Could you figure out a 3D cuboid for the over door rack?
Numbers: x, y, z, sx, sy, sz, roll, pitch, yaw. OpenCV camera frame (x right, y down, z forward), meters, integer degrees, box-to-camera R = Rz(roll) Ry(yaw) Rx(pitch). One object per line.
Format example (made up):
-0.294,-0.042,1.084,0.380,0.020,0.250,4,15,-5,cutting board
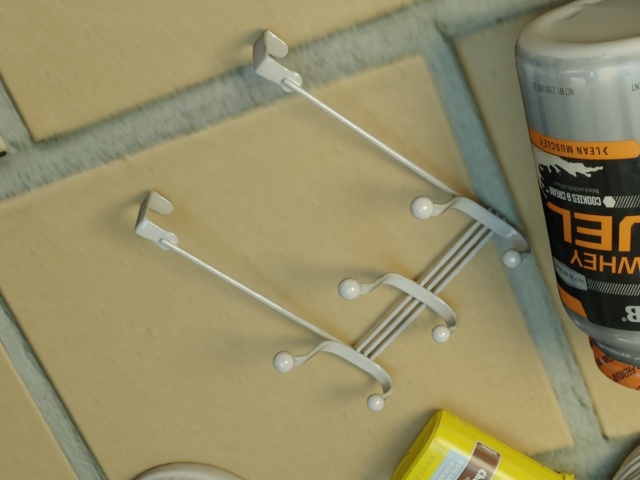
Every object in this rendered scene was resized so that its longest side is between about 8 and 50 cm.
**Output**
0.000,0.000,1.127,0.324,0.108,0.239,37,117,-7,over door rack

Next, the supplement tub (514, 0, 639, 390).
0.283,-0.043,0.994,0.193,0.193,0.316,-9,114,17,supplement tub

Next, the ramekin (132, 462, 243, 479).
-0.151,0.366,1.341,0.207,0.109,0.207,5,116,10,ramekin

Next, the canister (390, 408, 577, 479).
0.169,0.265,1.241,0.170,0.073,0.126,29,118,-1,canister

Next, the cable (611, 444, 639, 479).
0.413,0.300,1.193,0.257,0.089,0.257,27,118,-1,cable
